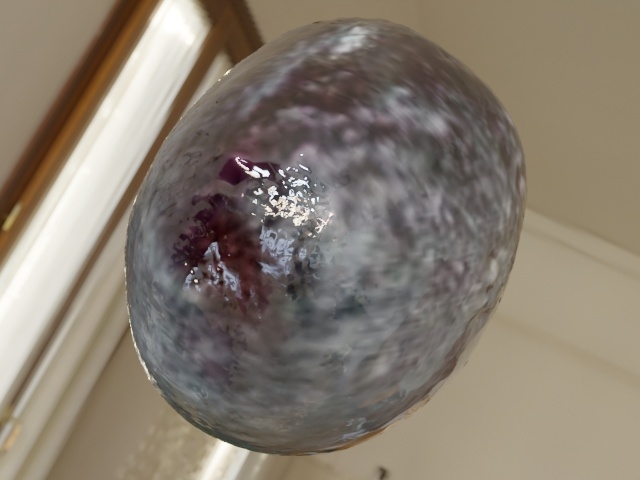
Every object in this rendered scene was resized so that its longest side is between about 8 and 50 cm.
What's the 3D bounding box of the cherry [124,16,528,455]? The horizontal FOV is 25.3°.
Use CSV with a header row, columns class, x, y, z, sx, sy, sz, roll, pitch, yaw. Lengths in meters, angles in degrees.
class,x,y,z,sx,sy,sz,roll,pitch,yaw
cherry,0.000,0.000,0.819,0.218,0.255,0.296,36,24,6
